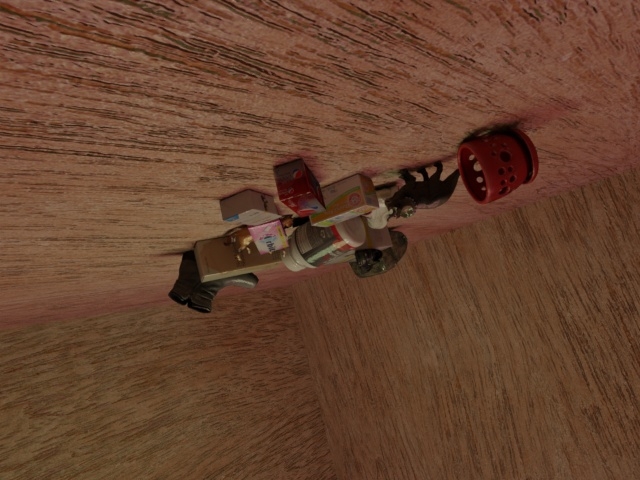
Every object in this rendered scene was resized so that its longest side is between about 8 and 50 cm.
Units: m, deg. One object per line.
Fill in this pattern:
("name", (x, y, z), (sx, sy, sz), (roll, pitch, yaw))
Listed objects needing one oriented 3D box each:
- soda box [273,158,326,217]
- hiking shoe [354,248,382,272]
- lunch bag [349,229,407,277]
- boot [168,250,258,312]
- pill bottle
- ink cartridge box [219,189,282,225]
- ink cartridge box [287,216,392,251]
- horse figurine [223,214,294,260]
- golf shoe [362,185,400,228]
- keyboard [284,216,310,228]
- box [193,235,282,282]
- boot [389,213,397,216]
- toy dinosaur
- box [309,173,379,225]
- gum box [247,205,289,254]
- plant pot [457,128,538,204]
("soda box", (-0.052, -0.134, 1.271), (0.083, 0.092, 0.263), (-15, 171, 8))
("hiking shoe", (0.221, 0.087, 2.029), (0.114, 0.086, 0.227), (-16, 167, 9))
("lunch bag", (0.326, 0.064, 2.651), (0.256, 0.213, 0.305), (-29, -178, -33))
("boot", (-0.427, 0.198, 1.873), (0.338, 0.223, 0.118), (18, 143, -17))
("pill bottle", (0.000, 0.000, 1.775), (0.318, 0.176, 0.176), (-29, 165, 31))
("ink cartridge box", (-0.201, -0.093, 1.373), (0.104, 0.062, 0.181), (-18, 170, 21))
("ink cartridge box", (0.093, 0.007, 2.103), (0.384, 0.160, 0.279), (-6, 166, -40))
("horse figurine", (-0.227, -0.006, 1.713), (0.263, 0.066, 0.174), (-3, 134, -9))
("golf shoe", (0.201, -0.122, 1.736), (0.140, 0.115, 0.306), (-2, 162, -9))
("keyboard", (-0.071, -0.071, 1.826), (0.180, 0.023, 0.108), (-10, 170, -21))
("box", (-0.325, 0.058, 1.823), (0.311, 0.148, 0.121), (-12, 169, -23))
("boot", (0.259, -0.115, 1.930), (0.137, 0.077, 0.198), (-12, 170, 15))
("toy dinosaur", (0.340, -0.160, 1.507), (0.313, 0.160, 0.121), (-13, 171, -5))
("box", (0.068, -0.123, 1.480), (0.203, 0.103, 0.114), (-19, 170, 25))
("gum box", (-0.178, -0.029, 1.588), (0.107, 0.062, 0.188), (-15, 149, -1))
("plant pot", (0.518, -0.220, 1.355), (0.174, 0.191, 0.191), (-19, 171, -3))
